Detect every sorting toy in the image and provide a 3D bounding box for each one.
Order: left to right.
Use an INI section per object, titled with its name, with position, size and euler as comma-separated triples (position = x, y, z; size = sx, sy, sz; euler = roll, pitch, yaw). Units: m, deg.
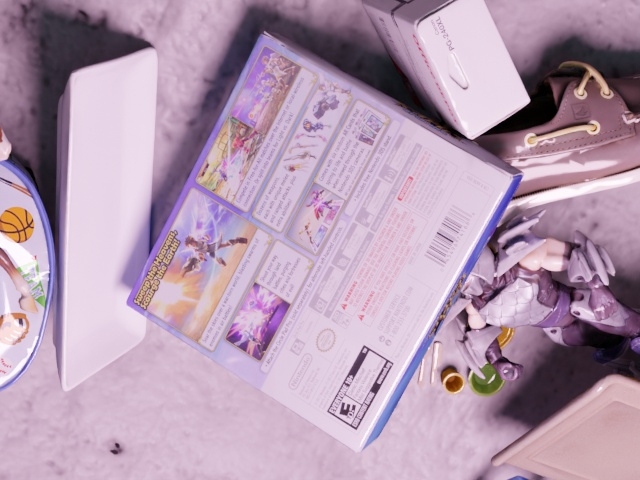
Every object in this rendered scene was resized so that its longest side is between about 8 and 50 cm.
[sorting toy]
position = 0.280, 0.174, 1.401
size = 0.196, 0.047, 0.347
euler = 18, 143, -21

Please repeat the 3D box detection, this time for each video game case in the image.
[video game case]
position = 0.000, 0.000, 1.312
size = 0.244, 0.061, 0.269
euler = 31, 104, 13

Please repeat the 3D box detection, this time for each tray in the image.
[tray]
position = -0.186, -0.022, 1.305
size = 0.030, 0.145, 0.270
euler = 11, 109, 20

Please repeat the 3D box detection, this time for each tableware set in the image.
[tableware set]
position = 0.134, 0.073, 1.441
size = 0.104, 0.024, 0.154
euler = 2, 108, -11

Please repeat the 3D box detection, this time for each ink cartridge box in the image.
[ink cartridge box]
position = 0.103, -0.158, 1.287
size = 0.063, 0.150, 0.109
euler = -31, 111, -5

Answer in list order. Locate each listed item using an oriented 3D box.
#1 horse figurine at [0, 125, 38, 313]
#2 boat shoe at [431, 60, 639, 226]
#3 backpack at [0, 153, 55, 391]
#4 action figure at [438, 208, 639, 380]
[horse figurine]
position = -0.327, 0.006, 1.113
size = 0.263, 0.066, 0.174
euler = -22, 98, -15
[boat shoe]
position = 0.207, -0.096, 1.351
size = 0.324, 0.116, 0.096
euler = -19, 114, 3
[backpack]
position = -0.346, 0.018, 1.251
size = 0.263, 0.213, 0.276
euler = -1, 106, -21
[action figure]
position = 0.220, 0.065, 1.372
size = 0.285, 0.185, 0.099
euler = 20, 60, -24
